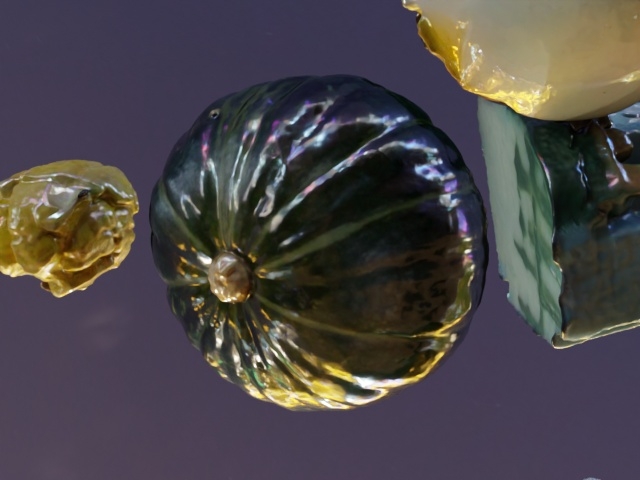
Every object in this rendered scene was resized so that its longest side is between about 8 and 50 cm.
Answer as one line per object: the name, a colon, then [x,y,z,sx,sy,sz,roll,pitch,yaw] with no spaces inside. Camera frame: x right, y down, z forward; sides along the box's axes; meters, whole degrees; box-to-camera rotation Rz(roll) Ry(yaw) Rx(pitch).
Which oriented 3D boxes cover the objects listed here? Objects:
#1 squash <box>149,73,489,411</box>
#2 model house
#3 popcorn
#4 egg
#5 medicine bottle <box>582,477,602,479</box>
squash: [-0.002,0.000,0.670,0.172,0.218,0.218,-39,-65,-42]
model house: [0.363,-0.043,1.162,0.329,0.295,0.251,-6,-78,-4]
popcorn: [-0.271,-0.017,1.154,0.167,0.148,0.152,-22,-28,-31]
egg: [0.230,-0.257,1.015,0.286,0.174,0.264,20,-107,1]
medicine bottle: [0.128,0.324,0.682,0.130,0.130,0.341,30,-84,-21]
